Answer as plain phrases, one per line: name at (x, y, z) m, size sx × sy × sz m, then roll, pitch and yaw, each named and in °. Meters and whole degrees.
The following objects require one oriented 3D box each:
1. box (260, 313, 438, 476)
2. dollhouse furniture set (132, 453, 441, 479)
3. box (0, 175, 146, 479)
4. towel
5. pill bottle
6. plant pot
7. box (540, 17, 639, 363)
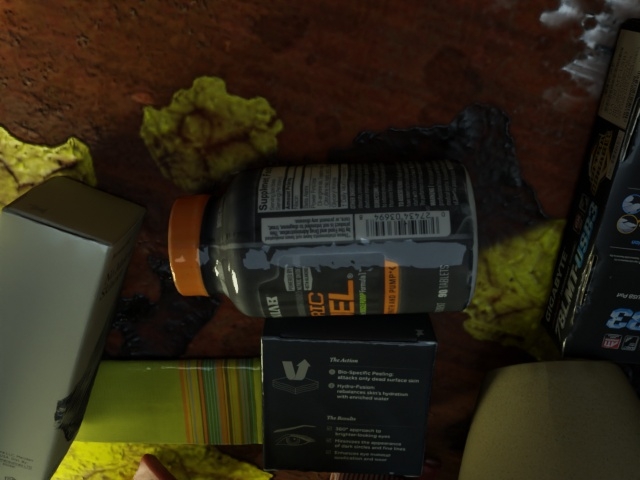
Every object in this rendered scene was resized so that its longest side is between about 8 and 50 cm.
box at (0.024, 0.137, 0.633) m, size 0.156 × 0.093 × 0.158 m, roll 2°, pitch 115°, yaw 1°
dollhouse furniture set at (-0.077, 0.294, 0.657) m, size 0.374 × 0.201 × 0.152 m, roll 15°, pitch 114°, yaw 2°
box at (-0.253, 0.089, 0.600) m, size 0.094 × 0.113 × 0.275 m, roll 21°, pitch 111°, yaw -6°
towel at (-0.175, 0.170, 0.695) m, size 0.237 × 0.021 × 0.102 m, roll 0°, pitch 109°, yaw 3°
pill bottle at (0.000, 0.000, 0.553) m, size 0.245 × 0.130 × 0.130 m, roll -2°, pitch 114°, yaw 3°
plant pot at (0.221, 0.253, 0.576) m, size 0.256 × 0.256 × 0.274 m, roll -1°, pitch 69°, yaw 0°
box at (0.376, -0.023, 0.564) m, size 0.295 × 0.073 × 0.293 m, roll 5°, pitch 115°, yaw -1°
